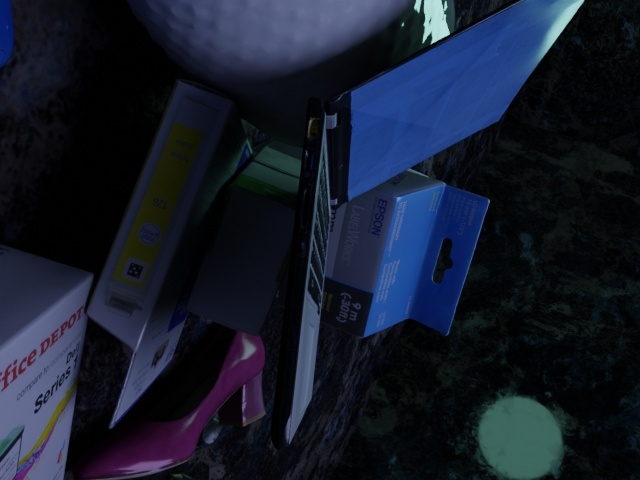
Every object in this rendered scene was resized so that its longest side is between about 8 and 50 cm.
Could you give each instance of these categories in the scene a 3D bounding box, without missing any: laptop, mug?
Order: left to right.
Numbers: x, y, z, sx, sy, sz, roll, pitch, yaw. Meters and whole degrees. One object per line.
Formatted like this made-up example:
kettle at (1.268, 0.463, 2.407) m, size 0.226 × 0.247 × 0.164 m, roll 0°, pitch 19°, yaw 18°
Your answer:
mug at (0.001, -0.283, 0.539) m, size 0.374 × 0.276 × 0.328 m, roll -28°, pitch 162°, yaw 14°
laptop at (0.104, -0.012, 0.638) m, size 0.382 × 0.236 × 0.407 m, roll 77°, pitch 19°, yaw -80°

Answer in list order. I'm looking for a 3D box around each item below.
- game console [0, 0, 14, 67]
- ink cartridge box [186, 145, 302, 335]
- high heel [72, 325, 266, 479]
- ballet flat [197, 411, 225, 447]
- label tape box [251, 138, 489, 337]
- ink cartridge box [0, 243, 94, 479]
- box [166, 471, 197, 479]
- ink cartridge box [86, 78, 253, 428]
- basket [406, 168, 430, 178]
game console at (-0.272, -0.223, 0.254) m, size 0.250 × 0.173 × 0.293 m, roll -114°, pitch -157°, yaw -74°
ink cartridge box at (-0.073, -0.011, 0.761) m, size 0.219 × 0.093 × 0.160 m, roll -75°, pitch -173°, yaw -70°
high heel at (-0.214, 0.218, 0.913) m, size 0.377 × 0.127 × 0.181 m, roll -5°, pitch 87°, yaw -64°
ballet flat at (-0.179, 0.301, 1.136) m, size 0.057 × 0.049 × 0.173 m, roll 50°, pitch 50°, yaw -16°
label tape box at (0.050, 0.008, 0.954) m, size 0.115 × 0.348 × 0.249 m, roll -41°, pitch 146°, yaw -56°
ink cartridge box at (-0.290, 0.164, 0.489) m, size 0.201 × 0.117 × 0.278 m, roll -76°, pitch -179°, yaw -72°
box at (-0.251, 0.456, 1.078) m, size 0.083 × 0.052 × 0.062 m, roll -63°, pitch 160°, yaw -11°
ink cartridge box at (-0.162, 0.011, 0.681) m, size 0.303 × 0.072 × 0.307 m, roll 172°, pitch -58°, yaw -86°
basket at (0.154, -0.102, 1.398) m, size 0.113 × 0.167 × 0.103 m, roll -61°, pitch 164°, yaw -21°
